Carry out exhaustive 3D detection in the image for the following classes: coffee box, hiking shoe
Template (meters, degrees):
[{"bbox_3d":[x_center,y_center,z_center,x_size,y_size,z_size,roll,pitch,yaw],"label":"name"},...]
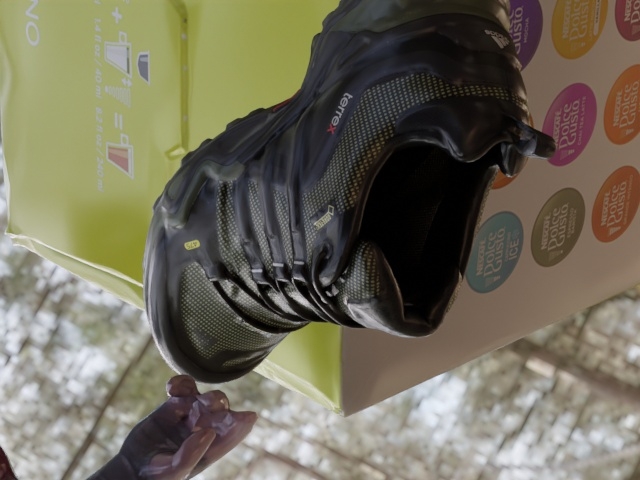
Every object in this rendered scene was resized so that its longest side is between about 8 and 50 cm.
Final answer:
[{"bbox_3d":[0.018,-0.141,1.039,0.334,0.338,0.338,-19,-59,-40],"label":"coffee box"},{"bbox_3d":[0.000,0.000,0.641,0.086,0.114,0.227,15,-49,-30],"label":"hiking shoe"}]

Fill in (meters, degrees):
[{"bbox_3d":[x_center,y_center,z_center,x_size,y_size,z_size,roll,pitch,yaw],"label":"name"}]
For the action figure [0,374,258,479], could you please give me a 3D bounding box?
[{"bbox_3d":[-0.136,0.086,0.451,0.275,0.370,0.248,-16,0,-11],"label":"action figure"}]
